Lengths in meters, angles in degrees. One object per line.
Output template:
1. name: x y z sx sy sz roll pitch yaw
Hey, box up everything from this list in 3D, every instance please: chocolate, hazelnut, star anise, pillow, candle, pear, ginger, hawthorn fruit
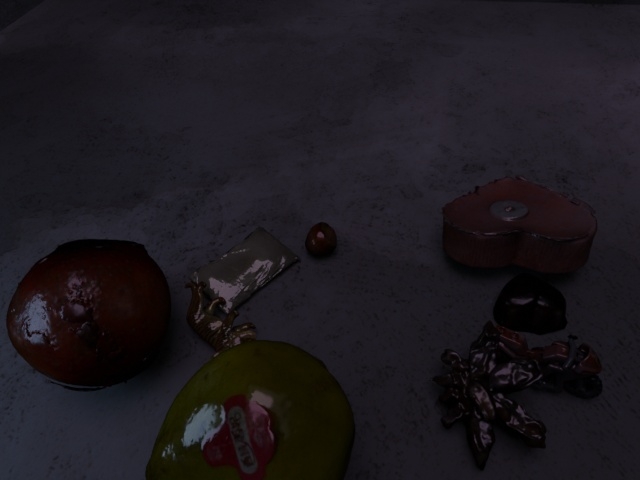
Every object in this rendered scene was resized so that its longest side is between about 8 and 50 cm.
1. chocolate: 0.447 0.123 0.938 0.149 0.080 0.125 7 52 13
2. hazelnut: 0.000 0.000 1.092 0.086 0.086 0.086 -3 50 3
3. star anise: 0.302 0.271 0.786 0.214 0.099 0.220 -40 59 11
4. pillow: -0.182 0.064 1.071 0.230 0.050 0.148 -39 67 -23
5. candle: 0.442 -0.039 1.046 0.317 0.131 0.287 3 38 11
6. pear: -0.121 0.320 0.718 0.375 0.287 0.287 -33 52 6
7. ginger: -0.181 0.261 0.869 0.194 0.052 0.176 5 82 -10
8. hawthorn fruit: -0.442 0.134 0.888 0.317 0.315 0.315 -3 50 3

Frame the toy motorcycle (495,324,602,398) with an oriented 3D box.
1. toy motorcycle: 0.421 0.216 0.837 0.213 0.118 0.084 22 46 22

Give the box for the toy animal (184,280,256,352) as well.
1. toy animal: -0.221 0.177 0.952 0.241 0.056 0.099 35 78 20
